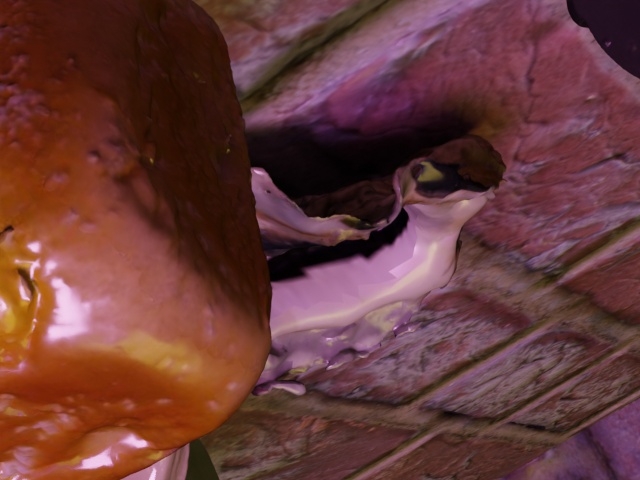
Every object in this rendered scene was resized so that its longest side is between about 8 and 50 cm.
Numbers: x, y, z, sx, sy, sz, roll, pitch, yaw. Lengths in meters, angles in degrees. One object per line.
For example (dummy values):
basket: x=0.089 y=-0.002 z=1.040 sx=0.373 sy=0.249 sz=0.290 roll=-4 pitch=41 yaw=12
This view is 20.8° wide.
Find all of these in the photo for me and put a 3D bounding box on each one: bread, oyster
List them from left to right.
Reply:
bread: x=-0.142 y=-0.022 z=0.769 sx=0.195 sy=0.246 sz=0.176 roll=-30 pitch=136 yaw=22
oyster: x=-0.001 y=-0.001 z=1.212 sx=0.351 sy=0.115 sz=0.238 roll=-22 pitch=153 yaw=-34

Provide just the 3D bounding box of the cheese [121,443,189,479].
cheese: x=-0.222 y=0.176 z=1.048 sx=0.332 sy=0.153 sz=0.292 roll=-66 pitch=154 yaw=-12

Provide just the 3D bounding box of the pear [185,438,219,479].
pear: x=-0.203 y=0.271 z=1.383 sx=0.286 sy=0.282 sz=0.176 roll=-28 pitch=171 yaw=0

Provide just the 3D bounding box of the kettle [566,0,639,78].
kettle: x=0.258 y=-0.162 z=1.105 sx=0.202 sy=0.144 sz=0.232 roll=-16 pitch=175 yaw=36
